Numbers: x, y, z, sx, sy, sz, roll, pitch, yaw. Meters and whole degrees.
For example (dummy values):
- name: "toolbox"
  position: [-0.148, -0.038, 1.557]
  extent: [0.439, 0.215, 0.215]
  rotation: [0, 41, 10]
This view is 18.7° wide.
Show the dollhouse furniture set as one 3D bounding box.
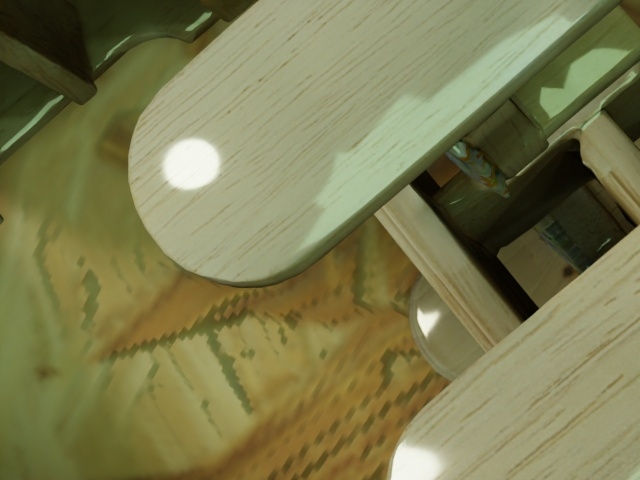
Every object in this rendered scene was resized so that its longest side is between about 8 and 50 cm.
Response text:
- name: "dollhouse furniture set"
  position: [0.000, 0.000, 0.443]
  extent: [0.161, 0.212, 0.242]
  rotation: [-41, 73, 7]
